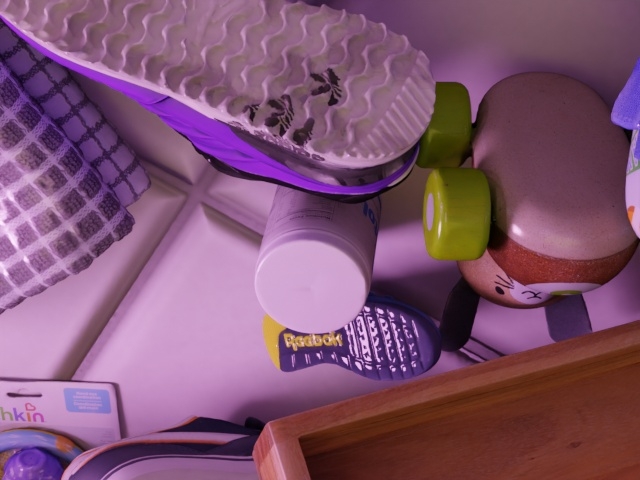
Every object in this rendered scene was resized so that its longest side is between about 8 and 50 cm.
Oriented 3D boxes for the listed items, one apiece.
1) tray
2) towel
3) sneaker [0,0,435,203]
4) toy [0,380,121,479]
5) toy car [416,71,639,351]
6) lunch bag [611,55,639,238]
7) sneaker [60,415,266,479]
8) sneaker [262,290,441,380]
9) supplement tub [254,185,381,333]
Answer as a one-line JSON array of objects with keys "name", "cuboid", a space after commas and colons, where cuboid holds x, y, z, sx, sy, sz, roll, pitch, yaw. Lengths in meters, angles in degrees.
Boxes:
[{"name": "tray", "cuboid": [0.188, 0.152, 0.801, 0.411, 0.203, 0.076, -14, 160, -15]}, {"name": "towel", "cuboid": [-0.282, -0.039, 0.880, 0.284, 0.121, 0.235, -29, 114, 23]}, {"name": "sneaker", "cuboid": [-0.075, -0.100, 0.824, 0.293, 0.102, 0.146, 30, 165, 11]}, {"name": "toy", "cuboid": [-0.216, 0.214, 1.075, 0.137, 0.056, 0.237, 2, 123, 5]}, {"name": "toy car", "cuboid": [0.128, 0.008, 0.857, 0.155, 0.149, 0.188, 1, 135, -6]}, {"name": "lunch bag", "cuboid": [0.279, -0.104, 0.703, 0.243, 0.115, 0.303, 9, 97, -11]}, {"name": "sneaker", "cuboid": [-0.030, 0.192, 1.007, 0.321, 0.127, 0.126, 16, 91, -29]}, {"name": "sneaker", "cuboid": [0.027, 0.056, 0.912, 0.144, 0.059, 0.053, 2, 103, 46]}, {"name": "supplement tub", "cuboid": [0.000, 0.000, 0.876, 0.071, 0.107, 0.071, 3, 123, 5]}]
